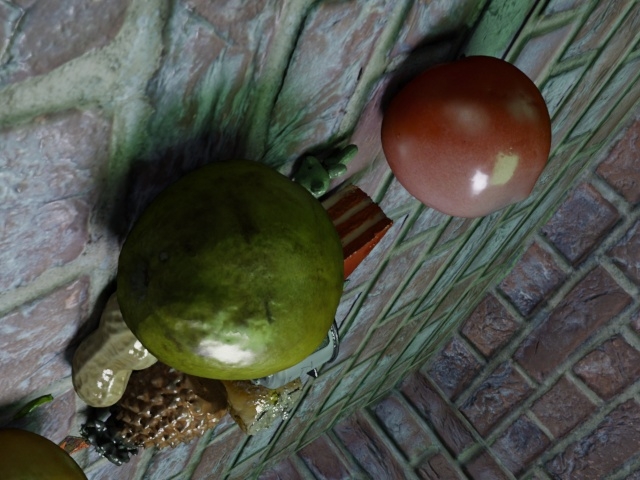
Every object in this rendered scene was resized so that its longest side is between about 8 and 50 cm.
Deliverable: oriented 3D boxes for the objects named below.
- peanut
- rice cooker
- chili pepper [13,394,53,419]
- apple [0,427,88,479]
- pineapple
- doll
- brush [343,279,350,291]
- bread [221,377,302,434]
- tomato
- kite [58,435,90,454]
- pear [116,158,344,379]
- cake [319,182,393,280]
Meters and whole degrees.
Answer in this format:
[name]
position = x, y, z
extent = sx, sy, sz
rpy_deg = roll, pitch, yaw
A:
[peanut]
position = -0.370, 0.200, 1.441
extent = 0.298, 0.136, 0.120
rpy_deg = -50, 161, 28
[rice cooker]
position = -0.078, 0.207, 1.823
extent = 0.227, 0.280, 0.241
rpy_deg = -25, -164, -27
[chili pepper]
position = -0.565, 0.329, 1.537
extent = 0.083, 0.017, 0.030
rpy_deg = -28, 158, -32
[apple]
position = -0.607, 0.545, 1.472
extent = 0.374, 0.374, 0.384
rpy_deg = -19, 166, -45
[pineapple]
position = -0.396, 0.394, 1.744
extent = 0.357, 0.222, 0.223
rpy_deg = -32, 161, 10
[doll]
position = 0.005, -0.141, 1.504
extent = 0.150, 0.077, 0.115
rpy_deg = -40, -159, -32
[brush]
position = 0.018, 0.191, 2.289
extent = 0.083, 0.010, 0.218
rpy_deg = -20, 152, -43
[bread]
position = -0.162, 0.357, 1.983
extent = 0.196, 0.246, 0.176
rpy_deg = -32, 160, -29
[tomato]
position = 0.286, -0.194, 1.509
extent = 0.322, 0.321, 0.321
rpy_deg = -35, 159, -15
[kite]
position = -0.600, 0.489, 1.827
extent = 0.222, 0.008, 0.125
rpy_deg = -21, 152, -42
[pear]
position = -0.140, 0.049, 1.253
extent = 0.413, 0.352, 0.352
rpy_deg = -2, 138, -53
[cake]
position = 0.000, 0.000, 1.647
extent = 0.262, 0.158, 0.160
rpy_deg = -49, 160, 17
